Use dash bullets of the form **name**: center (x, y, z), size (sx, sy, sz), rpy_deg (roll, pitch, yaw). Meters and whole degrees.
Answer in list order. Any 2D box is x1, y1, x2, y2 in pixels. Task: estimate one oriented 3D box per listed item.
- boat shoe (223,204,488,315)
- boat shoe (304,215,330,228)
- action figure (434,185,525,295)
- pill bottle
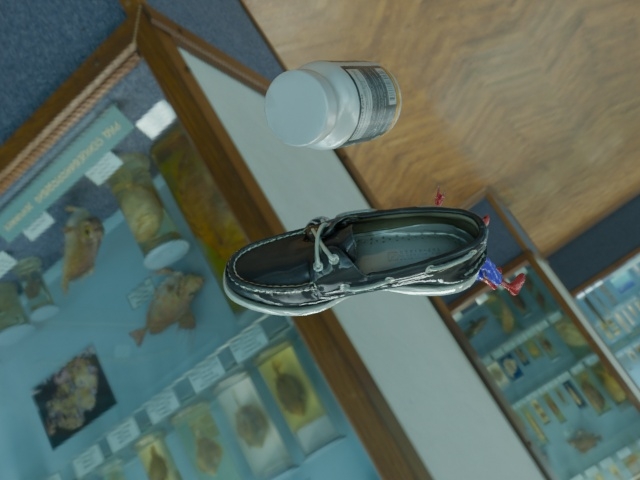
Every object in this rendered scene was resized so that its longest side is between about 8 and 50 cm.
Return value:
- **boat shoe**: center (0.037, 0.012, 0.798), size (0.303, 0.114, 0.091), rpy_deg (-9, 149, -5)
- **boat shoe**: center (0.000, 0.000, 0.993), size (0.066, 0.063, 0.184), rpy_deg (-7, -159, 46)
- **action figure**: center (0.288, -0.004, 1.335), size (0.280, 0.092, 0.139), rpy_deg (24, 83, -38)
- **pill bottle**: center (0.027, -0.254, 1.318), size (0.162, 0.162, 0.278), rpy_deg (-45, 168, 32)
